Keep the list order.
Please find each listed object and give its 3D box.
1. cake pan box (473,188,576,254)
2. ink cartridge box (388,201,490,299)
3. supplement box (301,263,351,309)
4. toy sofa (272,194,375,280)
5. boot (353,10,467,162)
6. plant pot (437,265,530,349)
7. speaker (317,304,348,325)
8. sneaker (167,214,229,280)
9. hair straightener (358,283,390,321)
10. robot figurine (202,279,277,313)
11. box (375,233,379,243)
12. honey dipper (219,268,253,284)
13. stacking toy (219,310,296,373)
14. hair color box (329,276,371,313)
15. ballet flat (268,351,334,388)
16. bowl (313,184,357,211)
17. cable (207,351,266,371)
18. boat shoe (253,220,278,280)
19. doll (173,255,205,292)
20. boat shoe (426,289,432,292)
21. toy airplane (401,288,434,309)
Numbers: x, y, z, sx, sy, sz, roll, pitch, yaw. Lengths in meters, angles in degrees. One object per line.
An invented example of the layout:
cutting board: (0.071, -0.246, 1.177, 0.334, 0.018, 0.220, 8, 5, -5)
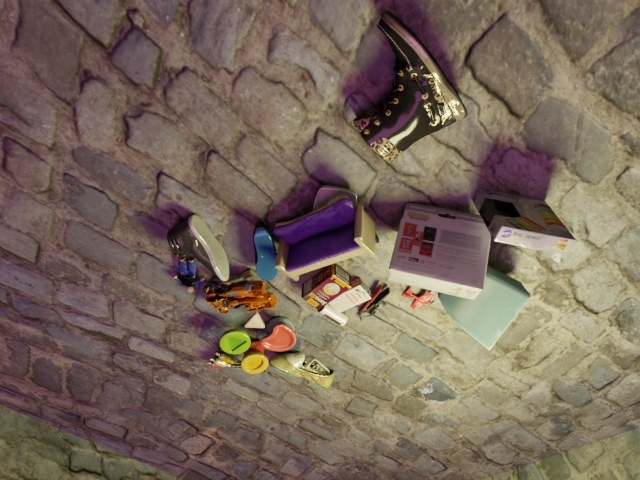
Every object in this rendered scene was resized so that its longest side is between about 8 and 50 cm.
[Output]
cake pan box: (0.662, -0.069, 1.435, 0.267, 0.245, 0.070, 11, 124, -5)
ink cartridge box: (0.419, 0.033, 1.514, 0.309, 0.271, 0.130, 13, 159, 13)
supplement box: (0.023, 0.185, 1.750, 0.104, 0.081, 0.188, 38, 120, -25)
toy sofa: (0.000, 0.000, 1.507, 0.363, 0.150, 0.177, -20, 136, 30)
boot: (0.214, -0.418, 1.247, 0.284, 0.138, 0.377, -35, 125, 25)
plant pot: (0.589, 0.211, 1.634, 0.252, 0.248, 0.247, 33, 104, 11)
speaker: (0.053, 0.316, 1.869, 0.136, 0.055, 0.055, 36, 121, -24)
sneaker: (-0.467, 0.046, 1.644, 0.147, 0.104, 0.295, -17, 120, 16)
hair straightener: (0.236, 0.278, 1.838, 0.089, 0.047, 0.230, 20, 126, -13)
robot figurine: (-0.338, 0.233, 1.766, 0.291, 0.085, 0.211, -9, 143, 17)
box: (0.125, -0.006, 1.632, 0.162, 0.029, 0.116, -27, 122, 19)
honey dipper: (-0.348, 0.156, 1.770, 0.161, 0.030, 0.030, -21, 125, 20)
stacking toy: (-0.281, 0.418, 1.922, 0.309, 0.130, 0.279, -38, 119, 14)
hair color box: (0.118, 0.230, 1.801, 0.167, 0.053, 0.093, -27, 121, 22)
ballet flat: (-0.080, 0.602, 2.070, 0.348, 0.123, 0.123, 29, 123, -19)
bowl: (0.049, -0.132, 1.520, 0.142, 0.053, 0.142, 9, 127, -7)
cable: (-0.411, 0.615, 2.101, 0.287, 0.072, 0.139, 28, 129, -20)
boat shoe: (-0.201, 0.039, 1.641, 0.109, 0.089, 0.258, -1, 129, -9)
doll: (-0.531, 0.142, 1.751, 0.129, 0.046, 0.189, 8, 127, -3)
boat shoe: (0.478, 0.185, 1.768, 0.100, 0.035, 0.035, -30, 122, 22)
toy airplane: (0.407, 0.243, 1.819, 0.151, 0.028, 0.151, 4, 143, 3)
